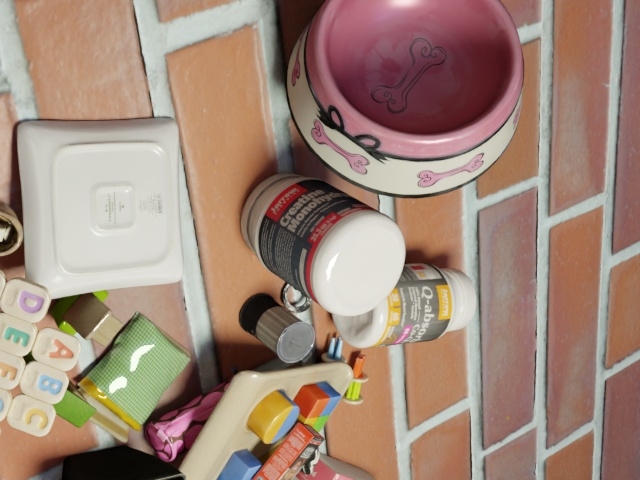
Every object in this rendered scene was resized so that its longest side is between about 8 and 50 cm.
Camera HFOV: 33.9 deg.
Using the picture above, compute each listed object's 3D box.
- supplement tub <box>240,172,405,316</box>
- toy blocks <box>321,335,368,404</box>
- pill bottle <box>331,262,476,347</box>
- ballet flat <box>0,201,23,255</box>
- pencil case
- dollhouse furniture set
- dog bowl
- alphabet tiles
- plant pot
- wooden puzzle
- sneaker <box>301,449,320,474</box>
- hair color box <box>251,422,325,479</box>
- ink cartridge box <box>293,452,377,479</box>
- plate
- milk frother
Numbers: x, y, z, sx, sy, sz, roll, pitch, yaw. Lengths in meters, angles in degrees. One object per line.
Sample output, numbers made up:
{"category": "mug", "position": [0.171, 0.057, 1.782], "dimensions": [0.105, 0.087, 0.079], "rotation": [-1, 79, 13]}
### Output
{"category": "supplement tub", "position": [0.000, 0.000, 1.843], "dimensions": [0.191, 0.272, 0.191], "rotation": [-17, 121, -32]}
{"category": "toy blocks", "position": [0.050, 0.265, 2.161], "dimensions": [0.123, 0.054, 0.148], "rotation": [-3, 112, -37]}
{"category": "pill bottle", "position": [0.172, 0.127, 2.117], "dimensions": [0.278, 0.162, 0.162], "rotation": [-2, 112, -37]}
{"category": "ballet flat", "position": [-0.566, -0.040, 1.493], "dimensions": [0.316, 0.106, 0.107], "rotation": [11, 105, -40]}
{"category": "pencil case", "position": [-0.220, 0.326, 1.952], "dimensions": [0.209, 0.098, 0.095], "rotation": [-30, 84, -26]}
{"category": "dollhouse furniture set", "position": [-0.335, 0.230, 1.774], "dimensions": [0.197, 0.151, 0.301], "rotation": [-50, 132, -7]}
{"category": "dog bowl", "position": [0.150, -0.284, 1.731], "dimensions": [0.408, 0.408, 0.150], "rotation": [-40, 168, -16]}
{"category": "alphabet tiles", "position": [-0.518, 0.180, 1.585], "dimensions": [0.278, 0.021, 0.284], "rotation": [22, 98, -5]}
{"category": "plant pot", "position": [-0.368, 0.468, 1.855], "dimensions": [0.187, 0.167, 0.188], "rotation": [-5, 113, -36]}
{"category": "wooden puzzle", "position": [-0.097, 0.381, 1.998], "dimensions": [0.348, 0.080, 0.322], "rotation": [7, 119, -55]}
{"category": "sneaker", "position": [-0.021, 0.415, 2.053], "dimensions": [0.043, 0.040, 0.109], "rotation": [-51, 164, -36]}
{"category": "hair color box", "position": [-0.060, 0.411, 1.969], "dimensions": [0.141, 0.043, 0.072], "rotation": [-51, 156, 1]}
{"category": "ink cartridge box", "position": [-0.004, 0.615, 2.244], "dimensions": [0.207, 0.117, 0.283], "rotation": [31, 90, -43]}
{"category": "plate", "position": [-0.334, -0.054, 1.662], "dimensions": [0.278, 0.045, 0.277], "rotation": [-7, 98, -37]}
{"category": "milk frother", "position": [-0.053, 0.144, 1.966], "dimensions": [0.129, 0.135, 0.143], "rotation": [30, 91, -43]}
